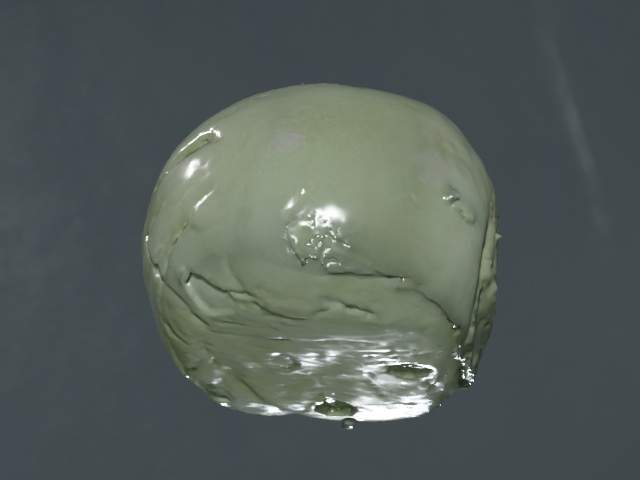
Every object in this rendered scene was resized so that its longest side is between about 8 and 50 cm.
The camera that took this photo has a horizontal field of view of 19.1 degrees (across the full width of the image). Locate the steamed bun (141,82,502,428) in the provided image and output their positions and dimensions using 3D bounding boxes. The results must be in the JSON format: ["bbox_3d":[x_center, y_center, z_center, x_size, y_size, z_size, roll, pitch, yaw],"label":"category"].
[{"bbox_3d":[0.000,0.000,0.604,0.130,0.112,0.091,88,-174,-63],"label":"steamed bun"}]
